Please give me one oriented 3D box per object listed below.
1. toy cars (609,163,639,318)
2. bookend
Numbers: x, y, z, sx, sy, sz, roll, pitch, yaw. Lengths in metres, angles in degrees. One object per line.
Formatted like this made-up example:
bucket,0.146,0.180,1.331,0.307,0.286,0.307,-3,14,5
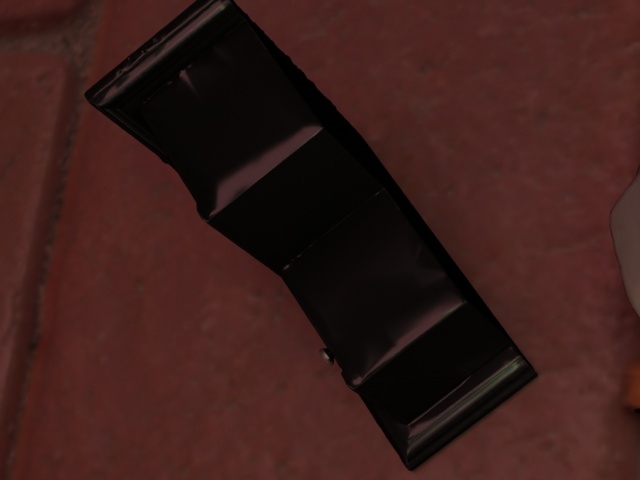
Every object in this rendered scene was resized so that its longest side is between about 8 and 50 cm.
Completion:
toy cars,0.176,-0.105,0.552,0.087,0.176,0.393,21,77,-16
bookend,0.000,0.000,0.605,0.072,0.156,0.157,-38,61,7
